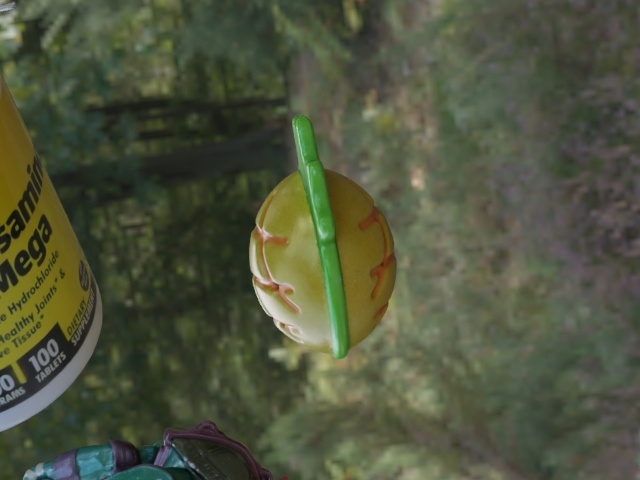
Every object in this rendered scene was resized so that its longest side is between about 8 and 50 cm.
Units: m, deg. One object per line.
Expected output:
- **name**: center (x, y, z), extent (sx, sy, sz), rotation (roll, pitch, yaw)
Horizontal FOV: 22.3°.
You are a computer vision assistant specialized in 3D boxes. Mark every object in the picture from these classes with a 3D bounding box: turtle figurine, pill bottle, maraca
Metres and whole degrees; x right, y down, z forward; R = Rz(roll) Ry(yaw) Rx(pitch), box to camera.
- **turtle figurine**: center (-0.084, 0.160, 0.940), extent (0.118, 0.175, 0.234), rotation (-60, 5, -3)
- **pill bottle**: center (-0.279, -0.032, 1.083), extent (0.334, 0.187, 0.188), rotation (73, -174, -46)
- **maraca**: center (0.000, 0.000, 1.094), extent (0.186, 0.099, 0.127), rotation (83, 171, -47)

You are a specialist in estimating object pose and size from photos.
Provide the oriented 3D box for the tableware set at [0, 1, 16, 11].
- **tableware set**: center (-0.275, -0.176, 1.245), extent (0.024, 0.104, 0.154), rotation (47, -130, -38)
